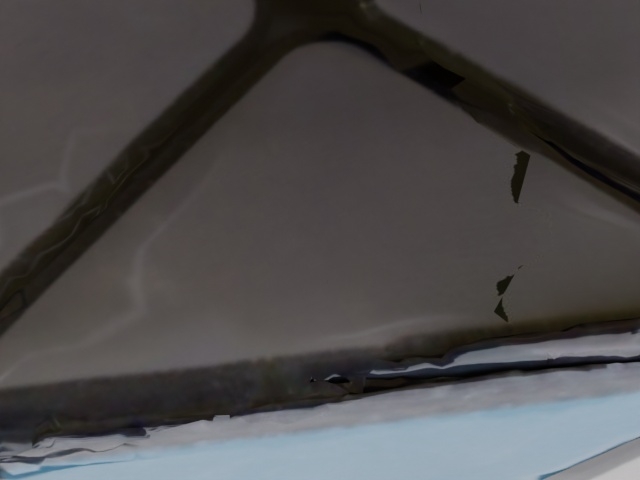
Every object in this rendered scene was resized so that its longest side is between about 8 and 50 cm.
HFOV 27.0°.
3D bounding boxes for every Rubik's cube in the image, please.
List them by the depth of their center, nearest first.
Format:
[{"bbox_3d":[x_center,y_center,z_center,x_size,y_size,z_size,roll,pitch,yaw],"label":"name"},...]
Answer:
[{"bbox_3d":[0.000,0.000,0.554,0.305,0.310,0.307,-8,148,-2],"label":"Rubik's cube"}]
